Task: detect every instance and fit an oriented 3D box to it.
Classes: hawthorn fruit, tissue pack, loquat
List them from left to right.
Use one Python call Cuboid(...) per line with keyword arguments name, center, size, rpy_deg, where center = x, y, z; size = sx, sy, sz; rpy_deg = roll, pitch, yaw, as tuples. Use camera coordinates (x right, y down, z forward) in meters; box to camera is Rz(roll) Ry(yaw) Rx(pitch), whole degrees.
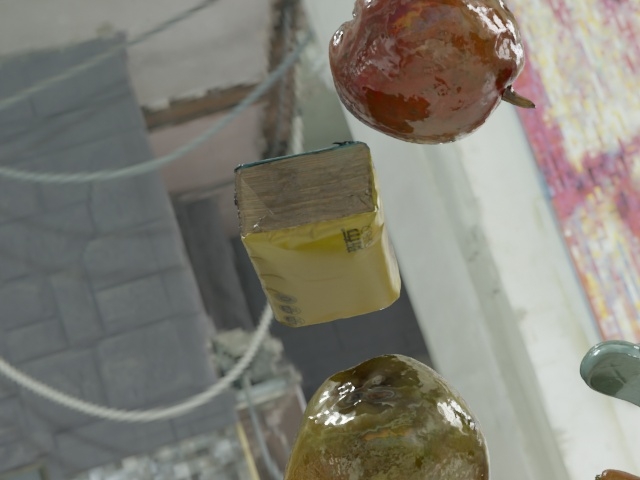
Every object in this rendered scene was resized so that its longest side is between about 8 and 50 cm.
Cuboid(name="tissue pack", center=(0.000, 0.000, 1.869), size=(0.192, 0.134, 0.271), rpy_deg=(-10, -29, 5))
Cuboid(name="loquat", center=(0.078, 0.292, 1.786), size=(0.276, 0.276, 0.284), rpy_deg=(-17, -57, -9))
Cuboid(name="hawthorn fruit", center=(0.167, -0.251, 1.912), size=(0.277, 0.298, 0.277), rpy_deg=(-61, -6, -11))

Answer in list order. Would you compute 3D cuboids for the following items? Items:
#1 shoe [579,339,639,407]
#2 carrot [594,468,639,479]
Cuboid(name="shoe", center=(0.355, 0.140, 1.494), size=(0.195, 0.078, 0.079), rpy_deg=(18, -54, -32))
Cuboid(name="carrot", center=(0.466, 0.341, 1.729), size=(0.247, 0.043, 0.043), rpy_deg=(18, -11, 7))
